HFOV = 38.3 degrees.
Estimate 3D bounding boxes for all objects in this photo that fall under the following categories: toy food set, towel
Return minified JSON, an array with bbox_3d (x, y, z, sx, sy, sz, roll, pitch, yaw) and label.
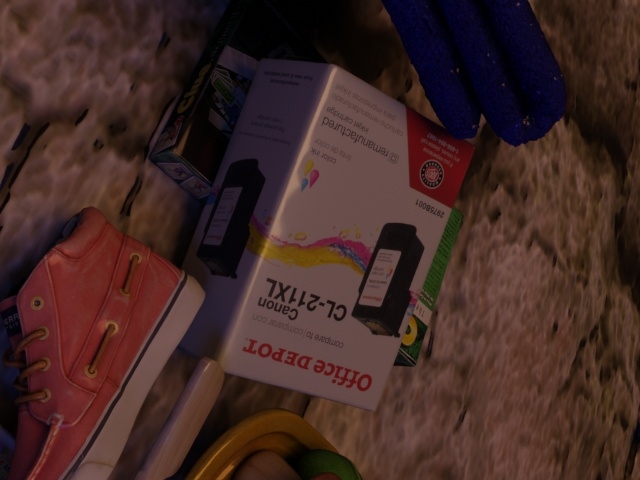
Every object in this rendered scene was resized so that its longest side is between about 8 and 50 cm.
[{"bbox_3d":[-0.021,0.166,0.507,0.128,0.071,0.218,-57,145,-14],"label":"toy food set"},{"bbox_3d":[0.038,-0.216,0.539,0.227,0.076,0.308,44,25,-46],"label":"towel"}]

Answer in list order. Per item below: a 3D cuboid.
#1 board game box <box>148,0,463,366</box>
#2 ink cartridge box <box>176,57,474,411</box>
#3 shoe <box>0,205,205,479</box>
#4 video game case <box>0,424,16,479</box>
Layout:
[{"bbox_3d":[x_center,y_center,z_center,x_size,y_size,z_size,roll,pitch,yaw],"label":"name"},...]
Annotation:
[{"bbox_3d":[0.007,-0.033,0.628,0.259,0.030,0.136,44,55,-36],"label":"board game box"},{"bbox_3d":[0.000,0.000,0.543,0.127,0.072,0.175,22,87,-39],"label":"ink cartridge box"},{"bbox_3d":[-0.127,0.064,0.438,0.081,0.063,0.178,40,49,-17],"label":"shoe"},{"bbox_3d":[-0.174,0.161,0.421,0.157,0.019,0.143,54,51,-29],"label":"video game case"}]
